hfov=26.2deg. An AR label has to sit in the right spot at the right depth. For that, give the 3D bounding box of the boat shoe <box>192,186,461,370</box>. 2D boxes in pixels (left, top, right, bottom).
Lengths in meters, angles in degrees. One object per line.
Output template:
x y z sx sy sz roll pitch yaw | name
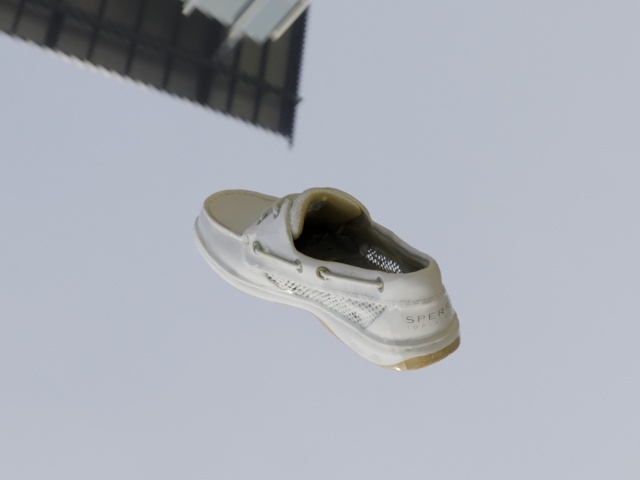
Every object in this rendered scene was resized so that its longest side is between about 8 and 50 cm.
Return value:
0.000 0.000 1.054 0.098 0.096 0.277 -28 -143 -34 | boat shoe
